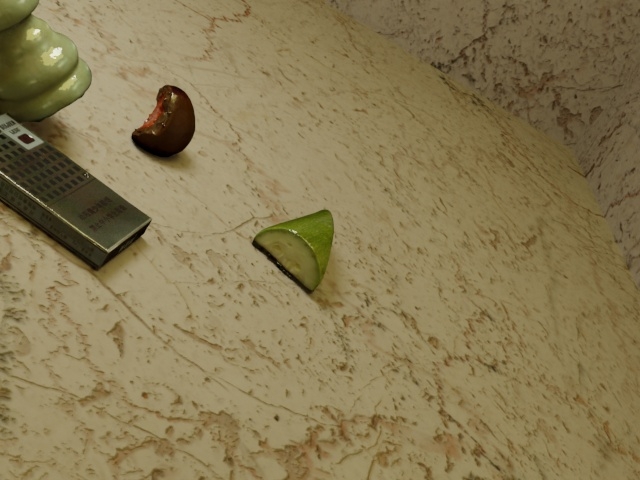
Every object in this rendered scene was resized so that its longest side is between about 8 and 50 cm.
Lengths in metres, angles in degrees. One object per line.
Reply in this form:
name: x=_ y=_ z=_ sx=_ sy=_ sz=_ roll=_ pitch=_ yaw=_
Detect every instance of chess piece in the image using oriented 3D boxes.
chess piece: x=-0.550 y=-0.389 z=1.849 sx=0.182 sy=0.182 sz=0.330 roll=-107 pitch=177 yaw=-53

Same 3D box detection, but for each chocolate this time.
chocolate: x=-0.313 y=-0.247 z=2.145 sx=0.127 sy=0.133 sz=0.124 roll=-1 pitch=46 yaw=-47

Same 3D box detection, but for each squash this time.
squash: x=0.000 y=0.000 z=2.139 sx=0.169 sy=0.093 sz=0.252 roll=41 pitch=26 yaw=16

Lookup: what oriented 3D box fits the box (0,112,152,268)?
box: x=-0.459 y=-0.090 z=1.789 sx=0.325 sy=0.047 sz=0.180 roll=35 pitch=25 yaw=2
